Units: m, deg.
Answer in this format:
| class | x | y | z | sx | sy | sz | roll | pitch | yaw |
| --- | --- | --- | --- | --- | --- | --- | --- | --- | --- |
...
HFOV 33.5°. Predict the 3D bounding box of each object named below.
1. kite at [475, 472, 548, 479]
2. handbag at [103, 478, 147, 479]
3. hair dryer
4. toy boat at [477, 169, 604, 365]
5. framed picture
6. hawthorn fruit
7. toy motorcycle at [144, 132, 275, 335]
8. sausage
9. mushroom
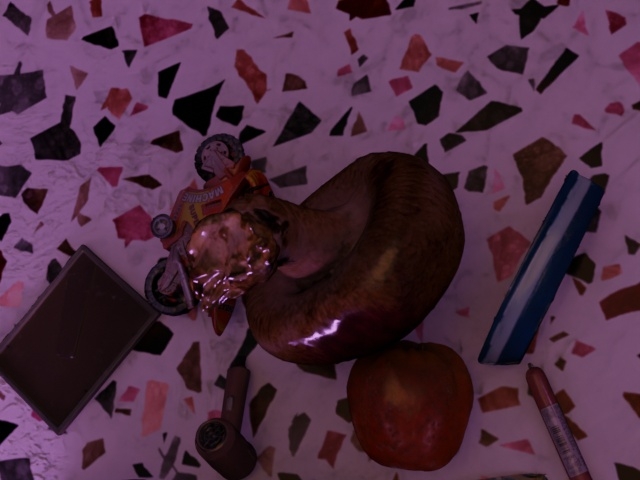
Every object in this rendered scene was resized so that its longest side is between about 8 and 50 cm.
| class | x | y | z | sx | sy | sz | roll | pitch | yaw |
| --- | --- | --- | --- | --- | --- | --- | --- | --- | --- |
| kite | 0.261 | 0.384 | 1.470 | 0.183 | 0.010 | 0.160 | 38 | 87 | 15 |
| handbag | -0.311 | 0.488 | 1.488 | 0.241 | 0.222 | 0.263 | -36 | 74 | 10 |
| hair dryer | -0.132 | 0.249 | 1.560 | 0.064 | 0.117 | 0.181 | -4 | 58 | 15 |
| toy boat | 0.307 | 0.047 | 1.485 | 0.062 | 0.096 | 0.299 | 27 | 89 | 9 |
| framed picture | -0.393 | 0.155 | 1.682 | 0.184 | 0.016 | 0.250 | 39 | 90 | 18 |
| hawthorn fruit | 0.124 | 0.225 | 1.457 | 0.189 | 0.189 | 0.189 | -3 | 78 | 14 |
| toy motorcycle | -0.160 | -0.016 | 1.617 | 0.171 | 0.089 | 0.298 | 18 | 84 | 16 |
| sausage | 0.333 | 0.271 | 1.463 | 0.029 | 0.029 | 0.223 | -24 | 74 | 9 |
| mushroom | -0.004 | 0.013 | 1.434 | 0.356 | 0.331 | 0.334 | 22 | 50 | -12 |
